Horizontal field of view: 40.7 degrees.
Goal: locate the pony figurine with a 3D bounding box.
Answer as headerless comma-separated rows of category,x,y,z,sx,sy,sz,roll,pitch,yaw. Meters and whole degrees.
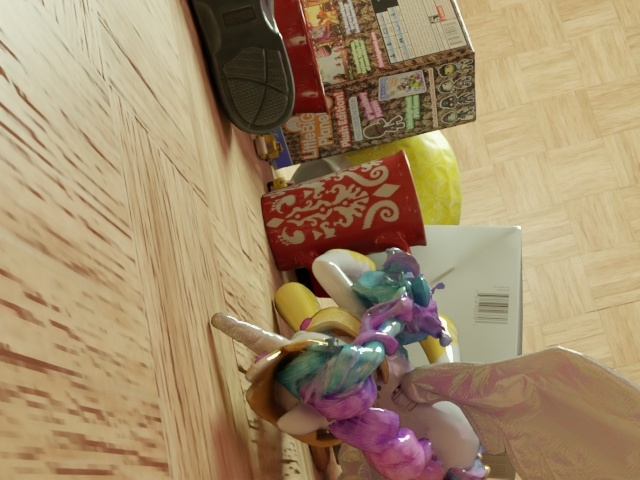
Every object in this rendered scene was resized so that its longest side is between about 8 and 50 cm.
pony figurine,0.076,0.151,0.674,0.351,0.303,0.363,44,8,0

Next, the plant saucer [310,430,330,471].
plant saucer,-0.003,0.198,0.900,0.083,0.013,0.083,-14,90,-86

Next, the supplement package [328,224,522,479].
supplement package,0.130,0.120,1.001,0.262,0.204,0.145,-75,160,-44

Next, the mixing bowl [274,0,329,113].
mixing bowl,-0.058,-0.222,0.996,0.181,0.098,0.181,-15,90,-87

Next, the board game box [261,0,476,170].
board game box,0.045,-0.257,1.192,0.141,0.291,0.232,73,5,-56

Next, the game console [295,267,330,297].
game console,0.000,0.000,1.163,0.124,0.085,0.144,-95,171,-68

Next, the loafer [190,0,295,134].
loafer,-0.087,-0.234,0.812,0.084,0.096,0.268,-156,-123,-69

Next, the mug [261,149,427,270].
mug,0.026,-0.022,0.964,0.150,0.169,0.113,-95,171,-65

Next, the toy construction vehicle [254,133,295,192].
toy construction vehicle,-0.054,-0.095,1.078,0.098,0.035,0.086,51,26,-82

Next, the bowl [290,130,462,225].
bowl,0.046,-0.059,1.260,0.156,0.289,0.289,2,68,-43
